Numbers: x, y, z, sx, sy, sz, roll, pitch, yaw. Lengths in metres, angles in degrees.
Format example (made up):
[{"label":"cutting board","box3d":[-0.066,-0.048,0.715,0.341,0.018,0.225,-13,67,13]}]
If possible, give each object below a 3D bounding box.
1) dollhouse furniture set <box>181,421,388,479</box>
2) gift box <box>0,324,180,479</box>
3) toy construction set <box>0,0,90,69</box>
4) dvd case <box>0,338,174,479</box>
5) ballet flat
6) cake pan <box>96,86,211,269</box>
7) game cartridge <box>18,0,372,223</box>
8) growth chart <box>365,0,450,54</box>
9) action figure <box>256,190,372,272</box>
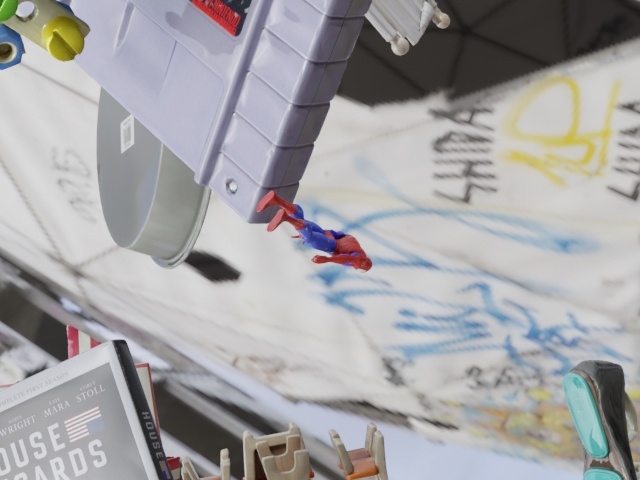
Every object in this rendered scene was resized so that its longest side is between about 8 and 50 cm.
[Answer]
[{"label":"dollhouse furniture set","box3d":[-0.046,0.334,1.779,0.259,0.262,0.135,-172,72,-84]},{"label":"gift box","box3d":[-0.302,0.241,1.369,0.255,0.258,0.276,-12,-94,-24]},{"label":"toy construction set","box3d":[-0.245,-0.271,0.925,0.215,0.151,0.328,-38,-34,5]},{"label":"dvd case","box3d":[-0.191,0.220,1.026,0.179,0.239,0.029,-25,-13,16]},{"label":"ballet flat","box3d":[0.403,0.296,1.798,0.096,0.095,0.280,-14,-81,-29]},{"label":"cake pan","box3d":[-0.180,-0.116,1.401,0.054,0.293,0.293,1,-61,-24]},{"label":"game cartridge","box3d":[-0.117,-0.204,1.079,0.068,0.355,0.230,-14,-45,-42]},{"label":"growth chart","box3d":[0.052,-0.257,1.271,0.021,0.172,0.237,-38,5,23]},{"label":"action figure","box3d":[0.000,0.000,0.986,0.115,0.038,0.030,26,-70,-40]}]
